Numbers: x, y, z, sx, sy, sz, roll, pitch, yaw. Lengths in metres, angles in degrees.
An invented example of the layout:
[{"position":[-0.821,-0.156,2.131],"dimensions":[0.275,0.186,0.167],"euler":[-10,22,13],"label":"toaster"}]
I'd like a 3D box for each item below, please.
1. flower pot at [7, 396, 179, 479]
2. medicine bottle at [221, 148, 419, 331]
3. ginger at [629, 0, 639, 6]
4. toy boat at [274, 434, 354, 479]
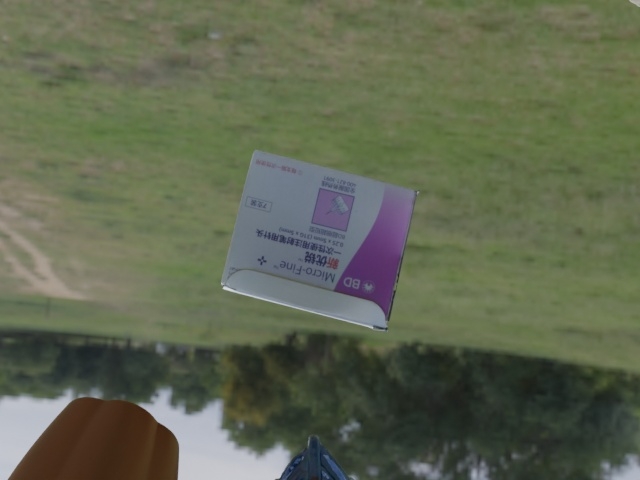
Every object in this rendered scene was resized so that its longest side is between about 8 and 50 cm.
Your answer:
[{"position":[-0.226,0.256,1.184],"dimensions":[0.190,0.173,0.191],"euler":[9,138,8],"label":"flower pot"},{"position":[0.000,0.000,1.387],"dimensions":[0.201,0.171,0.052],"euler":[15,172,-3],"label":"medicine bottle"},{"position":[0.330,-0.199,0.830],"dimensions":[0.262,0.117,0.109],"euler":[20,172,25],"label":"ginger"},{"position":[-0.011,0.378,1.519],"dimensions":[0.129,0.309,0.142],"euler":[0,-152,-2],"label":"toy boat"}]
